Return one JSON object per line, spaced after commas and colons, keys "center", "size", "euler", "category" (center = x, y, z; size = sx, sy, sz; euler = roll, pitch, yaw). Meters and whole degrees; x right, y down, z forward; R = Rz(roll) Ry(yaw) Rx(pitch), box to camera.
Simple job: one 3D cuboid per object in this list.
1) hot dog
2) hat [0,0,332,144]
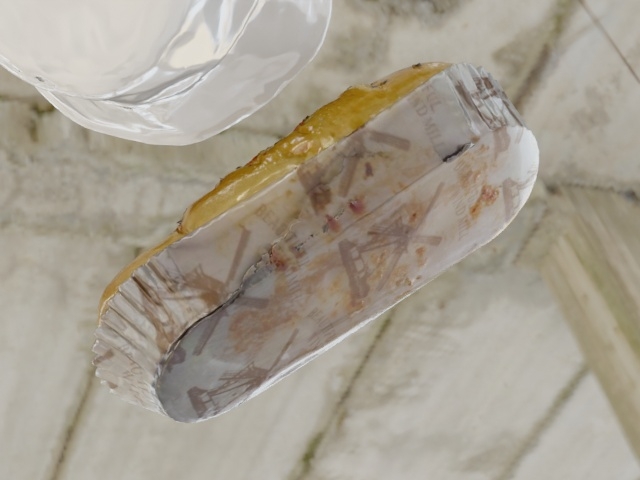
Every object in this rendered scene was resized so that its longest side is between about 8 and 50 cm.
{"center": [0.000, 0.000, 0.610], "size": [0.253, 0.069, 0.131], "euler": [-34, -39, -12], "category": "hot dog"}
{"center": [-0.097, -0.132, 0.603], "size": [0.203, 0.126, 0.203], "euler": [4, -74, 13], "category": "hat"}
